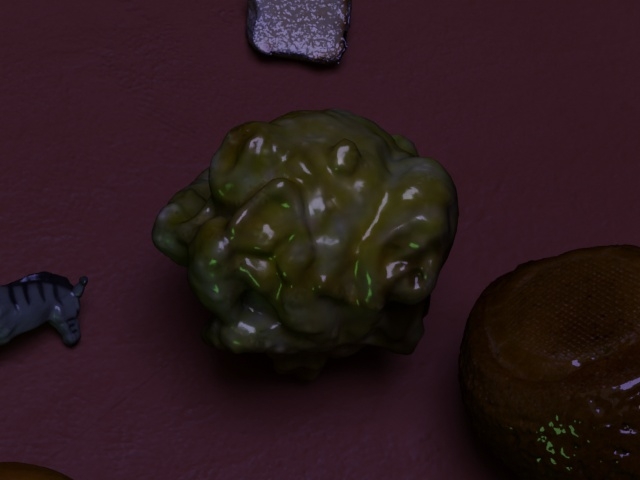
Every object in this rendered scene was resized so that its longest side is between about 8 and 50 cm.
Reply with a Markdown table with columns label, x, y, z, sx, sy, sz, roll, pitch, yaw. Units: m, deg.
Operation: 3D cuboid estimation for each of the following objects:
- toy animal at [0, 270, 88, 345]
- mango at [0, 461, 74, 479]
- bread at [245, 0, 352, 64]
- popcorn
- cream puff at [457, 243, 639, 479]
| label | x | y | z | sx | sy | sz | roll | pitch | yaw |
| --- | --- | --- | --- | --- | --- | --- | --- | --- | --- |
| toy animal | -0.366 | 0.073 | 1.745 | 0.217 | 0.073 | 0.176 | 22 | 50 | 10 |
| mango | -0.284 | 0.274 | 1.617 | 0.178 | 0.090 | 0.115 | 7 | 66 | -10 |
| bread | -0.028 | -0.268 | 2.044 | 0.129 | 0.044 | 0.126 | 7 | 64 | -9 |
| popcorn | -0.017 | 0.004 | 1.735 | 0.312 | 0.312 | 0.312 | 5 | 57 | -7 |
| cream puff | 0.290 | 0.150 | 1.719 | 0.303 | 0.212 | 0.303 | -11 | 31 | 7 |
